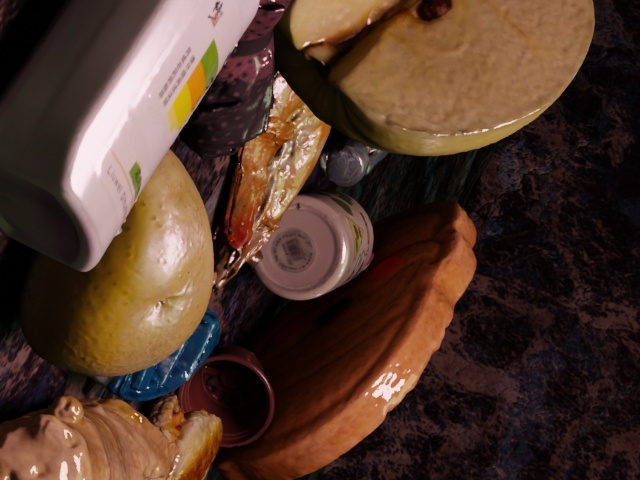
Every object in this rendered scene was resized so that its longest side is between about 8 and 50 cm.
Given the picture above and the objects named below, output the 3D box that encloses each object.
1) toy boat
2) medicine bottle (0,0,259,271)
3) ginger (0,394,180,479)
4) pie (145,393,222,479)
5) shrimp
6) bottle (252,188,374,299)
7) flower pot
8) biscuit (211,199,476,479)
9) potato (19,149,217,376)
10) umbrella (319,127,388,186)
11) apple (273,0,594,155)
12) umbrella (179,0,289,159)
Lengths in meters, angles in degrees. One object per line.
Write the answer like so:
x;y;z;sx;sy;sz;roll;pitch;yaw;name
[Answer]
-0.156;0.094;1.881;0.096;0.061;0.299;-65;169;4;toy boat
-0.122;-0.133;1.355;0.296;0.111;0.161;-61;170;-24;medicine bottle
-0.212;0.201;1.673;0.354;0.126;0.190;-22;132;-73;ginger
-0.173;0.256;2.128;0.179;0.084;0.205;-63;173;-9;pie
-0.053;-0.077;2.014;0.154;0.062;0.294;3;111;-66;shrimp
0.000;0.000;2.276;0.120;0.120;0.253;-66;170;9;bottle
-0.104;0.168;2.252;0.089;0.111;0.111;-83;-165;-74;flower pot
0.035;0.107;2.359;0.349;0.078;0.455;-29;-158;26;biscuit
-0.152;0.007;1.503;0.157;0.157;0.194;-47;147;-59;potato
0.055;-0.143;2.278;0.349;0.094;0.143;-57;150;-63;umbrella
0.070;-0.219;1.723;0.258;0.295;0.233;-40;-158;-16;apple
-0.065;-0.188;1.572;0.094;0.090;0.326;-52;164;-39;umbrella
